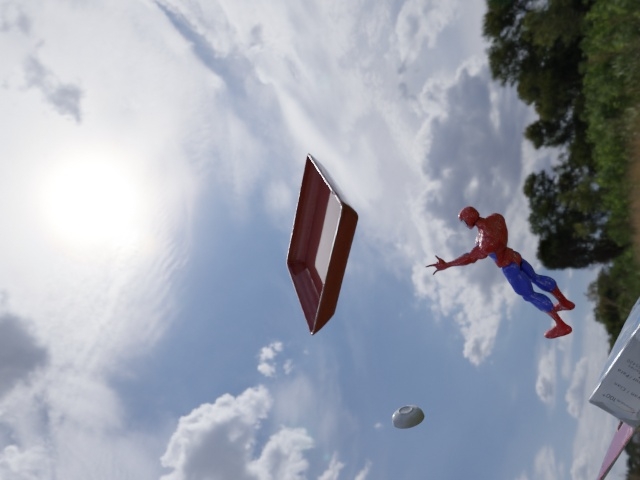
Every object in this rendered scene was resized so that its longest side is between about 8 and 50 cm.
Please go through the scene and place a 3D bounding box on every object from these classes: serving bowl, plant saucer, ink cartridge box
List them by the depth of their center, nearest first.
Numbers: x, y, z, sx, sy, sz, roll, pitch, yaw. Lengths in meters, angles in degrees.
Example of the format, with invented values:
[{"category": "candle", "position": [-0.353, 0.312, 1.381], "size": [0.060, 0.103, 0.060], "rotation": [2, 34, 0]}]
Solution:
[{"category": "ink cartridge box", "position": [0.441, 0.164, 0.715], "size": [0.296, 0.066, 0.261], "rotation": [-25, -44, -46]}, {"category": "plant saucer", "position": [0.000, 0.000, 0.963], "size": [0.047, 0.258, 0.259], "rotation": [4, -63, -18]}, {"category": "serving bowl", "position": [0.216, 0.435, 1.284], "size": [0.083, 0.083, 0.027], "rotation": [-30, -76, -52]}]

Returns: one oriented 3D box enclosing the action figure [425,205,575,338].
[{"category": "action figure", "position": [0.293, 0.055, 0.866], "size": [0.280, 0.139, 0.091], "rotation": [47, -133, -20]}]
